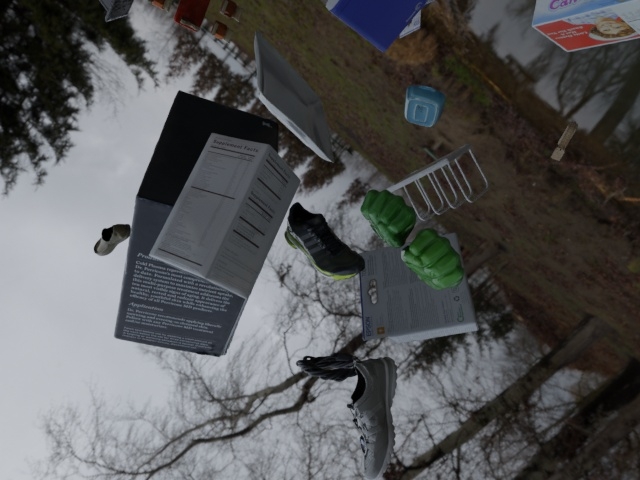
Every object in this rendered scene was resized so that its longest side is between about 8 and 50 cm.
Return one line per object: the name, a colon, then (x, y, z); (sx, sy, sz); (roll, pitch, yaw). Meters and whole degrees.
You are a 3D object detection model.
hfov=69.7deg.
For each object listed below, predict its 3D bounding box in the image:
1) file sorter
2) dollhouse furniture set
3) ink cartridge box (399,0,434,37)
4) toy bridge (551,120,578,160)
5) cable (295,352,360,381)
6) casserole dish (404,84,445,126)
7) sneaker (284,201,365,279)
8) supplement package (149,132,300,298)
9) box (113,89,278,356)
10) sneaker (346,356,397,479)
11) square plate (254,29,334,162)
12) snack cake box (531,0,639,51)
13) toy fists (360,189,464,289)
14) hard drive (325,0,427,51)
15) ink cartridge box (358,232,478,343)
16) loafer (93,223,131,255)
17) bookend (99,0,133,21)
file sorter: (0.417, -0.189, 1.635); (0.192, 0.277, 0.173); (-32, -84, -42)
dollhouse furniture set: (-0.368, -0.782, 1.413); (0.261, 0.259, 0.135); (17, -156, -33)
ink cartridge box: (0.352, -0.919, 1.669); (0.304, 0.072, 0.308); (-103, 8, -72)
toy bridge: (0.676, -0.288, 1.256); (0.026, 0.063, 0.188); (29, -131, 19)
cable: (0.023, 0.342, 1.229); (0.184, 0.047, 0.150); (1, -175, 6)
casserole dish: (0.295, -0.381, 1.325); (0.114, 0.037, 0.188); (18, 169, 10)
sneaker: (0.000, 0.000, 1.255); (0.299, 0.111, 0.121); (33, 146, 34)
supplement package: (-0.160, -0.044, 0.813); (0.139, 0.244, 0.134); (18, 167, 28)
box: (-0.312, -0.042, 1.205); (0.297, 0.472, 0.480); (15, -141, -18)
sneaker: (0.110, 0.421, 1.109); (0.115, 0.282, 0.105); (10, 162, -16)
square plate: (-0.091, -0.442, 1.442); (0.344, 0.049, 0.348); (37, -147, -43)
snack cake box: (0.581, -0.461, 0.898); (0.152, 0.089, 0.264); (7, -176, -35)
toy fists: (0.196, -0.003, 1.004); (0.279, 0.096, 0.142); (48, 171, 20)
hard drive: (0.178, -0.715, 1.379); (0.318, 0.210, 0.040); (2, -132, -55)
ink cartridge box: (0.289, 0.150, 1.425); (0.071, 0.329, 0.324); (57, -154, -47)
loafer: (-0.571, -0.007, 1.238); (0.050, 0.148, 0.056); (24, -139, -49)
bookend: (-0.556, -0.689, 1.188); (0.072, 0.156, 0.157); (-44, -76, -38)
